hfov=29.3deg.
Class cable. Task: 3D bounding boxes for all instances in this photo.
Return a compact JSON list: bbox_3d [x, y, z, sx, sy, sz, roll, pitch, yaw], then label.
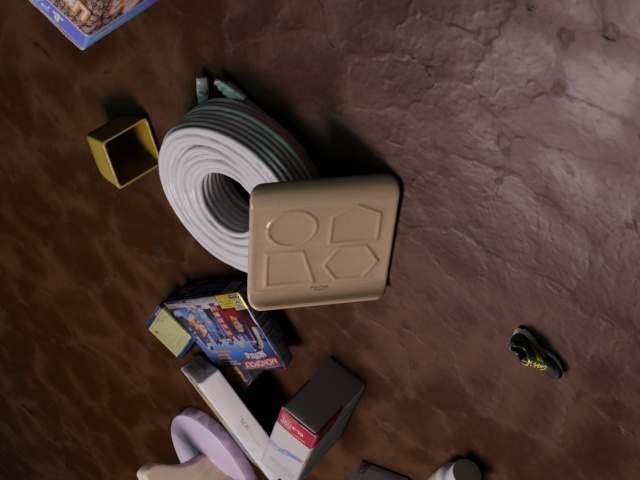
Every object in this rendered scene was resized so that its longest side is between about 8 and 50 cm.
[{"bbox_3d":[-0.106,-0.070,1.675,0.257,0.089,0.257,35,141,15],"label":"cable"}]

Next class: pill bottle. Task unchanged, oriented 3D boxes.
[{"bbox_3d":[0.191,0.366,1.809,0.065,0.065,0.116,42,143,6],"label":"pill bottle"}]

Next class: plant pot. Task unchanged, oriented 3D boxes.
[{"bbox_3d":[-0.301,-0.138,1.812,0.083,0.081,0.081,22,138,44],"label":"plant pot"}]

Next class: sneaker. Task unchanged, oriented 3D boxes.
[{"bbox_3d":[0.272,0.151,1.559,0.083,0.035,0.031,44,144,4],"label":"sneaker"}]

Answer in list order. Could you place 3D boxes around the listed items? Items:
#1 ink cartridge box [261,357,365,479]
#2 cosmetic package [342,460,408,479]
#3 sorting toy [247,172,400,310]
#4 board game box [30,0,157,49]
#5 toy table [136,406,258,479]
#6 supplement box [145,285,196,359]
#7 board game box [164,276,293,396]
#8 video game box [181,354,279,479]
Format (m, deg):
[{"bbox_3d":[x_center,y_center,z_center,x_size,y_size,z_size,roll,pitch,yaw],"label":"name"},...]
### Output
[{"bbox_3d":[-0.014,0.282,1.877,0.072,0.127,0.175,37,142,13],"label":"ink cartridge box"},{"bbox_3d":[0.090,0.488,1.969,0.107,0.127,0.238,17,136,34],"label":"cosmetic package"},{"bbox_3d":[0.000,0.000,1.599,0.038,0.193,0.208,-106,14,-46],"label":"sorting toy"},{"bbox_3d":[-0.203,-0.393,1.357,0.141,0.232,0.291,44,144,3],"label":"board game box"},{"bbox_3d":[-0.228,0.460,2.220,0.252,0.161,0.274,-9,118,48],"label":"toy table"},{"bbox_3d":[-0.231,0.136,2.011,0.083,0.056,0.083,43,143,3],"label":"supplement box"},{"bbox_3d":[-0.125,0.151,1.921,0.194,0.060,0.194,-9,118,47],"label":"board game box"},{"bbox_3d":[-0.142,0.289,2.012,0.205,0.048,0.187,54,171,-12],"label":"video game box"}]
